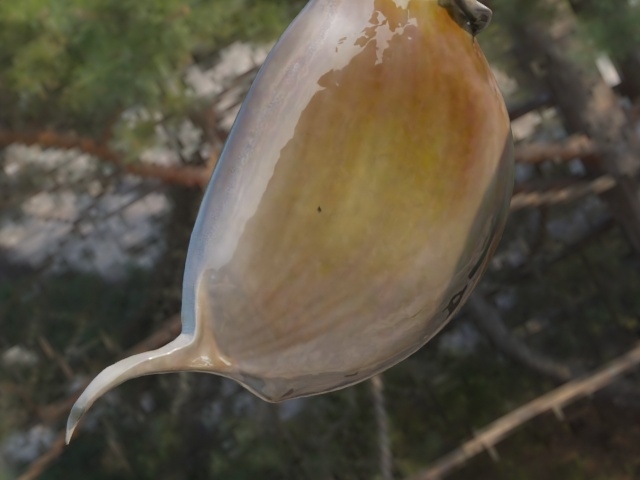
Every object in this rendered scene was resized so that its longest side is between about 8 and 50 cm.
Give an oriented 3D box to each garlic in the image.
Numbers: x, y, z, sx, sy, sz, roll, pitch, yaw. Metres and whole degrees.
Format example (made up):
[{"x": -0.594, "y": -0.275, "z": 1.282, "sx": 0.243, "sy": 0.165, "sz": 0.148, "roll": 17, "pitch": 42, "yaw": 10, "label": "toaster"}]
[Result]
[{"x": 0.001, "y": 0.005, "z": 0.832, "sx": 0.267, "sy": 0.148, "sz": 0.128, "roll": -64, "pitch": 10, "yaw": -15, "label": "garlic"}]
